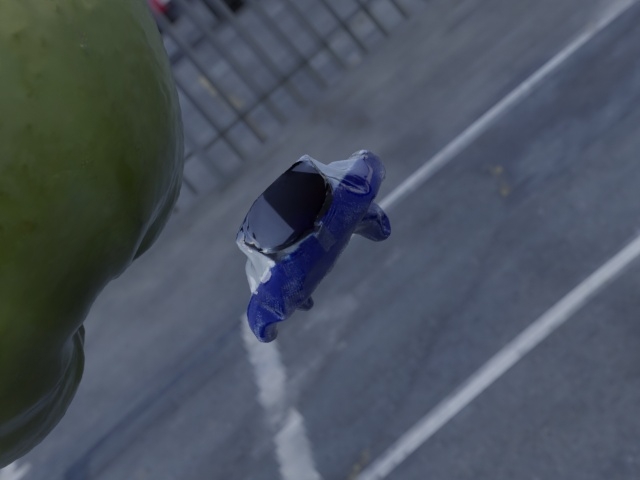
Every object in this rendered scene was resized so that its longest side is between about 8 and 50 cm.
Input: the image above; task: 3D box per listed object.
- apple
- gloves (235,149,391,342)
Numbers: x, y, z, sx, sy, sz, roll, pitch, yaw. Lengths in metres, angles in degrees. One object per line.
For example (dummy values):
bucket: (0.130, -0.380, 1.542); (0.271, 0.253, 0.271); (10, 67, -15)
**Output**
apple: (-0.249, -0.057, 0.930); (0.320, 0.360, 0.311); (-49, 13, 35)
gloves: (0.000, 0.000, 0.527); (0.064, 0.026, 0.086); (-48, -15, -15)
